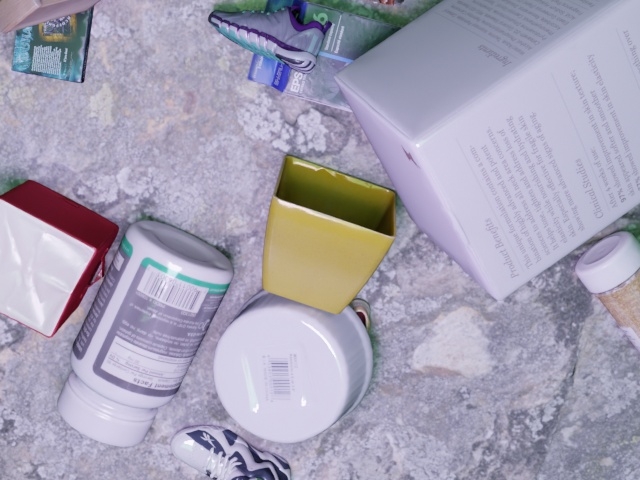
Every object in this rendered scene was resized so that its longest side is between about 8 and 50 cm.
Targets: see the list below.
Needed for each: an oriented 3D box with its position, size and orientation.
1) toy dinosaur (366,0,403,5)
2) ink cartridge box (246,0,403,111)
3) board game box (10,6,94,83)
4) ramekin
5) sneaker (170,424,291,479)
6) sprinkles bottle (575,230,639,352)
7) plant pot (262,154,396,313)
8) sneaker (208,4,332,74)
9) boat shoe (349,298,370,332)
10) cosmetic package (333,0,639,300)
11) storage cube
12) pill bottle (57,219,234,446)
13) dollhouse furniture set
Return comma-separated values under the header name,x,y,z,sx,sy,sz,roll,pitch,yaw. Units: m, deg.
name,x,y,z,sx,sy,sz,roll,pitch,yaw
toy dinosaur,0.040,-0.510,1.760,0.200,0.127,0.295,-3,86,-10
ink cartridge box,0.049,-0.308,1.853,0.333,0.065,0.165,14,103,-2
board game box,-0.460,-0.375,1.855,0.126,0.026,0.186,11,102,-1
ramekin,-0.056,0.222,1.897,0.277,0.135,0.277,3,101,16
sneaker,-0.167,0.425,1.966,0.235,0.153,0.094,28,99,-6
sprinkles bottle,0.607,0.151,1.924,0.121,0.121,0.355,-39,100,8
plant pot,0.000,0.000,1.858,0.212,0.212,0.187,19,114,-4
sneaker,-0.083,-0.361,1.810,0.224,0.083,0.098,28,89,24
boat shoe,0.052,0.193,1.963,0.063,0.059,0.170,10,102,-2
cosmetic package,0.300,-0.192,1.667,0.394,0.327,0.329,-34,124,-3
storage cube,-0.485,0.027,1.859,0.215,0.193,0.183,29,101,-5
pill bottle,-0.314,0.164,1.883,0.204,0.204,0.361,26,101,-6
dollhouse furniture set,-0.466,-0.524,1.650,0.303,0.174,0.355,-18,99,44
